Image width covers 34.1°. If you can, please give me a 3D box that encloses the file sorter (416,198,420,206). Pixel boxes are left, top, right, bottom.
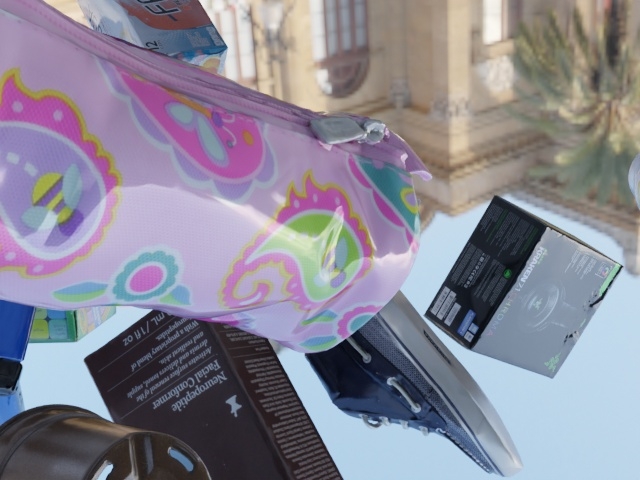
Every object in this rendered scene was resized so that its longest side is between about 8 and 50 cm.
[{"bbox_3d":[0.000,0.000,1.617,0.278,0.193,0.173,18,-126,4],"label":"file sorter"}]

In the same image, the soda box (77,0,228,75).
[{"bbox_3d":[-0.130,-0.167,0.740,0.058,0.063,0.183,-13,-127,-27],"label":"soda box"}]

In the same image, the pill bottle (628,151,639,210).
[{"bbox_3d":[0.388,-0.048,1.073,0.103,0.103,0.184,-6,-162,-4],"label":"pill bottle"}]

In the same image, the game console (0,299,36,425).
[{"bbox_3d":[-0.472,0.090,1.220,0.293,0.250,0.173,13,-123,-2],"label":"game console"}]

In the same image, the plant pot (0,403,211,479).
[{"bbox_3d":[-0.182,0.217,0.854,0.167,0.167,0.165,-27,-170,-39],"label":"plant pot"}]

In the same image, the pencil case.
[{"bbox_3d":[-0.075,-0.029,0.400,0.124,0.124,0.284,20,-177,41],"label":"pencil case"}]

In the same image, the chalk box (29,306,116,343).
[{"bbox_3d":[-0.387,0.070,1.468,0.132,0.132,0.213,-1,-169,10],"label":"chalk box"}]

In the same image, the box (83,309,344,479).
[{"bbox_3d":[-0.116,0.259,1.287,0.191,0.381,0.143,-36,166,19],"label":"box"}]

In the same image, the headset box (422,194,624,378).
[{"bbox_3d":[0.361,0.089,1.815,0.283,0.246,0.131,23,-169,-44],"label":"headset box"}]

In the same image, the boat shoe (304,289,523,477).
[{"bbox_3d":[0.124,0.219,1.439,0.158,0.340,0.127,-37,-174,12],"label":"boat shoe"}]
